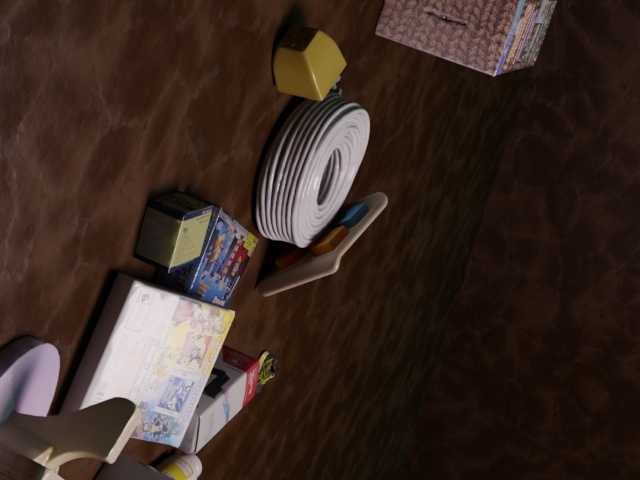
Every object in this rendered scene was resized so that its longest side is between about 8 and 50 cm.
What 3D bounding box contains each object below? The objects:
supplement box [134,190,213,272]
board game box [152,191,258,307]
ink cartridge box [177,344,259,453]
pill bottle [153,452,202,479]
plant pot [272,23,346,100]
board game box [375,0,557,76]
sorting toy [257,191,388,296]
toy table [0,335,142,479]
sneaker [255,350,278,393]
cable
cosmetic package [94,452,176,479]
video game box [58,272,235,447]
[{"bbox_3d":[-0.193,-0.012,1.612,0.083,0.056,0.083,-26,136,-64],"label":"supplement box"},{"bbox_3d":[-0.177,0.053,1.736,0.194,0.060,0.194,-64,162,-7],"label":"board game box"},{"bbox_3d":[-0.188,0.220,1.793,0.175,0.127,0.072,-41,148,-55],"label":"ink cartridge box"},{"bbox_3d":[-0.237,0.382,1.952,0.116,0.065,0.065,-29,139,-62],"label":"pill bottle"},{"bbox_3d":[-0.022,-0.266,1.774,0.081,0.081,0.083,-59,150,-26],"label":"plant pot"},{"bbox_3d":[0.268,-0.407,2.196,0.291,0.232,0.141,-25,135,-64],"label":"board game box"},{"bbox_3d":[0.000,0.000,2.064,0.038,0.193,0.208,54,44,-17],"label":"sorting toy"},{"bbox_3d":[-0.330,0.260,1.377,0.274,0.161,0.252,-64,162,-7],"label":"toy table"},{"bbox_3d":[-0.102,0.245,2.231,0.031,0.035,0.083,-25,135,-64],"label":"sneaker"},{"bbox_3d":[-0.011,-0.113,1.969,0.257,0.089,0.257,-43,150,-53],"label":"cable"},{"bbox_3d":[-0.298,0.436,1.742,0.238,0.127,0.107,-55,158,-29],"label":"cosmetic package"},{"bbox_3d":[-0.227,0.161,1.621,0.187,0.048,0.205,23,91,-43],"label":"video game box"}]
